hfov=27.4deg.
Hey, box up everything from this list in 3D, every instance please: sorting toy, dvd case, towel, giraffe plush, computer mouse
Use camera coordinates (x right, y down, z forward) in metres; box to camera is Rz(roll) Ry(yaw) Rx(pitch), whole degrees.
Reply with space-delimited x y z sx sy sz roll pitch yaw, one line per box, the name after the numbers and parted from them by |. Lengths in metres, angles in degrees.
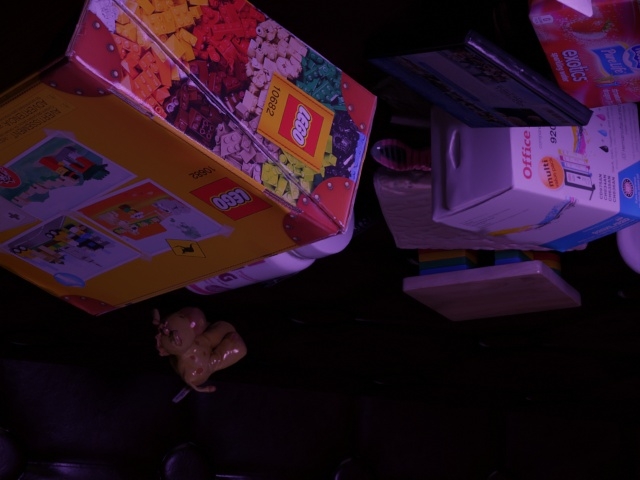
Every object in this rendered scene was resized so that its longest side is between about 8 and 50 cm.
0.314 0.064 2.391 0.257 0.089 0.255 -9 160 25 | sorting toy
0.175 -0.182 1.513 0.180 0.022 0.253 30 172 -23 | dvd case
0.266 -0.051 2.074 0.332 0.053 0.317 0 163 9 | towel
-0.283 0.212 2.783 0.181 0.210 0.170 1 133 37 | giraffe plush
0.000 0.000 2.106 0.242 0.041 0.071 -33 -168 -13 | computer mouse

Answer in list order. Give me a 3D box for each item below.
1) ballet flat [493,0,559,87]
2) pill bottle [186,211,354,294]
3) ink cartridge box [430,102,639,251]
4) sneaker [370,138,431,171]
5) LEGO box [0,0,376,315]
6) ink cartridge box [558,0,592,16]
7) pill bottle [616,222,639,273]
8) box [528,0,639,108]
0.240 -0.217 1.538 0.058 0.084 0.250 -9 166 22 | ballet flat
-0.096 -0.017 2.024 0.283 0.160 0.160 -16 156 40 | pill bottle
0.284 -0.103 1.733 0.233 0.171 0.168 11 159 -31 | ink cartridge box
0.123 -0.118 1.907 0.119 0.047 0.057 8 172 -20 | sneaker
-0.248 -0.113 1.534 0.372 0.193 0.500 33 147 -32 | LEGO box
0.219 -0.295 1.116 0.104 0.181 0.061 16 157 -40 | ink cartridge box
0.608 0.009 2.110 0.153 0.153 0.265 -17 156 42 | pill bottle
0.299 -0.243 1.374 0.128 0.122 0.257 -7 161 18 | box
